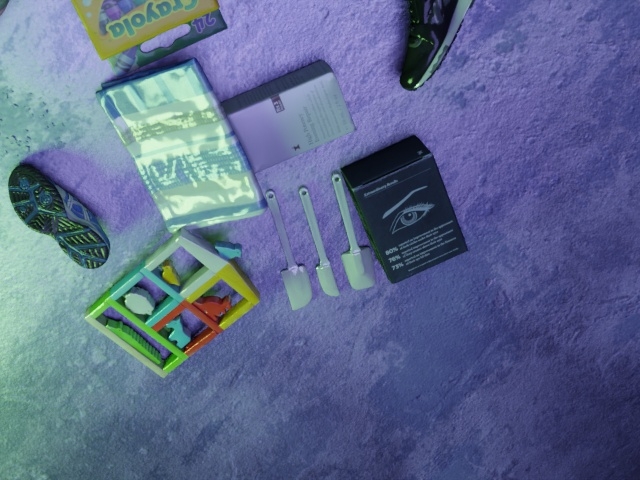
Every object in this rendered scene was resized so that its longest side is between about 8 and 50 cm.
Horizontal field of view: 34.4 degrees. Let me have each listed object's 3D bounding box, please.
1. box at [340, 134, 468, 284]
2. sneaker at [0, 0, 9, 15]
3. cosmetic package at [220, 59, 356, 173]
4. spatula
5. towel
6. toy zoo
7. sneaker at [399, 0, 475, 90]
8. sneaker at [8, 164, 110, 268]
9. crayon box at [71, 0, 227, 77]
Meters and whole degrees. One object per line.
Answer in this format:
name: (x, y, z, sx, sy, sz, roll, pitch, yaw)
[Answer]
box: (0.146, -0.054, 1.803, 0.153, 0.108, 0.207, -23, 116, -1)
sneaker: (-0.525, -0.343, 1.511, 0.112, 0.131, 0.319, 27, 106, -23)
cosmetic package: (-0.072, -0.196, 1.705, 0.231, 0.085, 0.117, -25, 116, -2)
spatula: (0.000, 0.000, 1.848, 0.168, 0.019, 0.242, -15, 115, 0)
towel: (-0.223, -0.144, 1.667, 0.209, 0.034, 0.285, -10, 119, 29)
toy zoo: (-0.242, 0.101, 1.796, 0.293, 0.030, 0.192, -38, 117, 19)
sneaker: (0.176, -0.388, 1.681, 0.124, 0.107, 0.283, 25, 103, -6)
sneaker: (-0.430, -0.039, 1.703, 0.080, 0.081, 0.211, -40, 98, 8)
crayon box: (-0.289, -0.418, 1.558, 0.203, 0.083, 0.323, -25, 117, -1)
